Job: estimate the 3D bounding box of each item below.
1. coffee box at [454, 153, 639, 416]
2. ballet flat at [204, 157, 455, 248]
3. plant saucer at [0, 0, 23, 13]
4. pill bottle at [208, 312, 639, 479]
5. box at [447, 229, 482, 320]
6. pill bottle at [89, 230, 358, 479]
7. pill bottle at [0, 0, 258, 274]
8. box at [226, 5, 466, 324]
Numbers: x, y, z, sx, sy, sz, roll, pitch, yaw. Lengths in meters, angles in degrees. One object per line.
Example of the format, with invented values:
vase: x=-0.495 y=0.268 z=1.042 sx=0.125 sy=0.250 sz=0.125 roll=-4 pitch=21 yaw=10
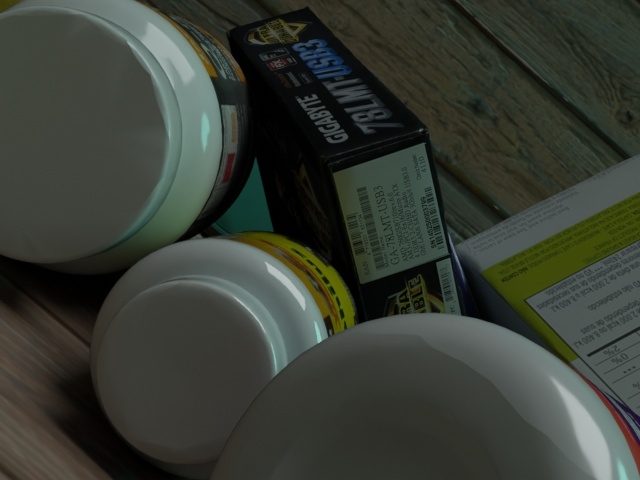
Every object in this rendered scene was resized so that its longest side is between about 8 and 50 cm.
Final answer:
coffee box: x=0.339 y=0.136 z=1.040 sx=0.334 sy=0.338 sz=0.338 roll=51 pitch=-17 yaw=52
ballet flat: x=0.000 y=0.000 z=1.379 sx=0.342 sy=0.116 sz=0.124 roll=26 pitch=-16 yaw=21
plant saucer: x=-0.298 y=-0.191 z=1.106 sx=0.333 sy=0.081 sz=0.333 roll=43 pitch=6 yaw=3
pill bottle: x=0.098 y=0.157 z=0.665 sx=0.181 sy=0.181 sz=0.323 roll=46 pitch=8 yaw=36
box: x=0.080 y=0.048 z=1.079 sx=0.136 sy=0.036 sz=0.225 roll=101 pitch=-30 yaw=-72
pill bottle: x=-0.047 y=0.055 z=0.771 sx=0.117 sy=0.117 sz=0.215 roll=42 pitch=7 yaw=4
pill bottle: x=-0.129 y=-0.064 z=0.892 sx=0.162 sy=0.162 sz=0.278 roll=42 pitch=6 yaw=0
box: x=0.026 y=0.020 z=1.017 sx=0.295 sy=0.073 sz=0.293 roll=-123 pitch=-161 yaw=-63
